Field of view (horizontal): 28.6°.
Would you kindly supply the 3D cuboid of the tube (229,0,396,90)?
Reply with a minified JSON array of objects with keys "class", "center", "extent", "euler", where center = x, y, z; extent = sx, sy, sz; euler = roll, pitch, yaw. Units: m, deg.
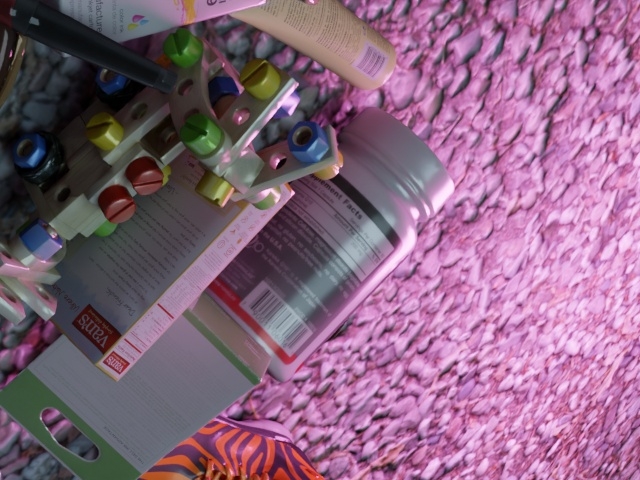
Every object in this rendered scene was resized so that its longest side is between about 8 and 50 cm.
[{"class":"tube","center":[-0.011,-0.222,1.251],"extent":[0.062,0.070,0.240],"euler":[-41,145,18]}]

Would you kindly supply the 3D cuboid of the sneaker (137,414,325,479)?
[{"class":"sneaker","center":[-0.092,0.288,1.477],"extent":[0.321,0.180,0.125],"euler":[9,113,-49]}]

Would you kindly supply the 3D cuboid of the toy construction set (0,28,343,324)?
[{"class":"toy construction set","center":[-0.161,-0.053,1.080],"extent":[0.327,0.215,0.151],"euler":[-32,143,-5]}]

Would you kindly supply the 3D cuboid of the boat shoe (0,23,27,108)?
[{"class":"boat shoe","center":[-0.301,-0.120,1.017],"extent":[0.073,0.073,0.207],"euler":[2,117,-49]}]

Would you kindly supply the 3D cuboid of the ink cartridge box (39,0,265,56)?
[{"class":"ink cartridge box","center":[-0.149,-0.260,1.047],"extent":[0.212,0.093,0.154],"euler":[-23,133,-36]}]

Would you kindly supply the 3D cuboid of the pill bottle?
[{"class":"pill bottle","center":[0.000,0.000,1.355],"extent":[0.283,0.161,0.161],"euler":[-46,142,-9]}]

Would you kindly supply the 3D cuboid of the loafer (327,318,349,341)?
[{"class":"loafer","center":[0.040,0.035,1.490],"extent":[0.078,0.080,0.220],"euler":[20,104,-51]}]

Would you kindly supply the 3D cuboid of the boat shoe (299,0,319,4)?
[{"class":"boat shoe","center":[-0.068,-0.264,0.962],"extent":[0.302,0.113,0.103],"euler":[15,99,-50]}]

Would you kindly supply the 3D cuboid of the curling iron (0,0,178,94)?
[{"class":"curling iron","center":[-0.242,-0.166,0.967],"extent":[0.274,0.035,0.068],"euler":[16,101,-17]}]

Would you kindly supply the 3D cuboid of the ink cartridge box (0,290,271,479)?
[{"class":"ink cartridge box","center":[-0.191,0.138,1.265],"extent":[0.235,0.171,0.056],"euler":[-40,-168,23]}]

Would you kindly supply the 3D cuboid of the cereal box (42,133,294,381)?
[{"class":"cereal box","center":[-0.163,-0.008,1.170],"extent":[0.240,0.173,0.047],"euler":[-47,144,-6]}]
